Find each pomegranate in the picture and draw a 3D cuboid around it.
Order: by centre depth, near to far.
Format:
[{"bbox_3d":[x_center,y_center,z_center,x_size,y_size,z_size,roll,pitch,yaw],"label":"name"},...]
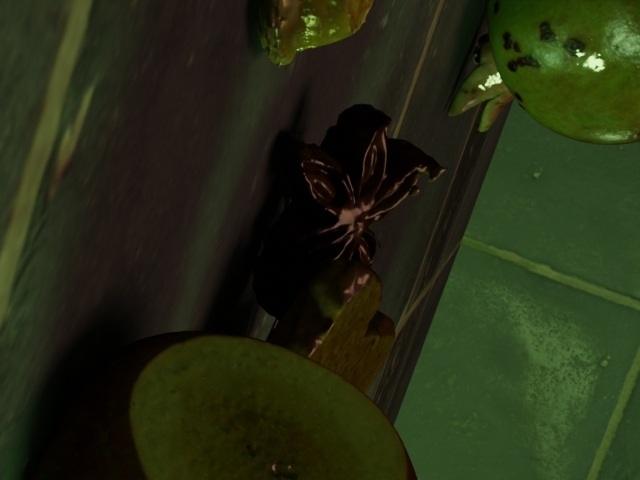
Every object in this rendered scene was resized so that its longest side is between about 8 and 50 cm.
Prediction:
[{"bbox_3d":[0.268,-0.243,1.468,0.291,0.323,0.291,-8,100,-53],"label":"pomegranate"}]

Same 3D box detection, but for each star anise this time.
[{"bbox_3d":[0.000,0.000,0.811,0.097,0.070,0.191,-22,141,-41],"label":"star anise"}]

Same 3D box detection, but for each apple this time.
[{"bbox_3d":[-0.033,0.112,0.565,0.163,0.147,0.146,97,15,-53],"label":"apple"}]

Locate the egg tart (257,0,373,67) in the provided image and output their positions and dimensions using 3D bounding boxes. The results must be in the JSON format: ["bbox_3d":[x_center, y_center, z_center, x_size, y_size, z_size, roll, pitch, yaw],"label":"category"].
[{"bbox_3d":[0.006,-0.122,0.619,0.105,0.039,0.105,20,90,-80],"label":"egg tart"}]

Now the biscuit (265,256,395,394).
[{"bbox_3d":[-0.044,0.126,0.800,0.208,0.041,0.290,-24,144,-59],"label":"biscuit"}]

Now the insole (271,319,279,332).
[{"bbox_3d":[-0.023,0.046,0.973,0.045,0.002,0.135,91,21,-65],"label":"insole"}]
